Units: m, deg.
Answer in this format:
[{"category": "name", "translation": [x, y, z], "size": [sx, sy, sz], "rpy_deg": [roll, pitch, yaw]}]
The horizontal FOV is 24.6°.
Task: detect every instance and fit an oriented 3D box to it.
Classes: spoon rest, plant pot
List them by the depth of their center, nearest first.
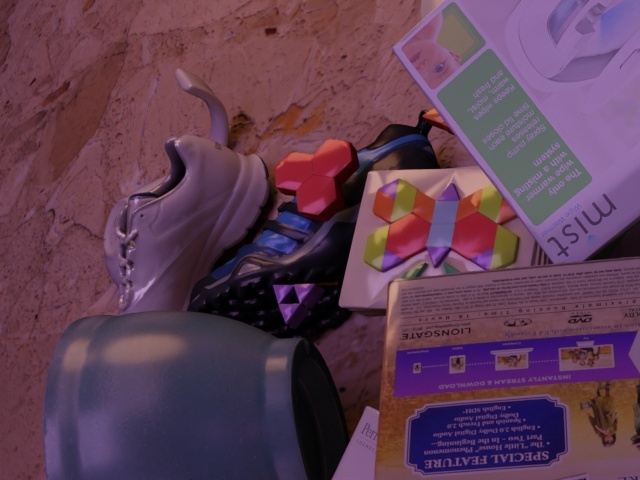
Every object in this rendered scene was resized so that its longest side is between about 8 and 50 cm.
[{"category": "plant pot", "translation": [-0.085, 0.188, 1.268], "size": [0.196, 0.293, 0.293], "rpy_deg": [-14, 51, 14]}, {"category": "spoon rest", "translation": [-0.178, -0.060, 1.721], "size": [0.276, 0.084, 0.137], "rpy_deg": [-64, 31, 19]}]

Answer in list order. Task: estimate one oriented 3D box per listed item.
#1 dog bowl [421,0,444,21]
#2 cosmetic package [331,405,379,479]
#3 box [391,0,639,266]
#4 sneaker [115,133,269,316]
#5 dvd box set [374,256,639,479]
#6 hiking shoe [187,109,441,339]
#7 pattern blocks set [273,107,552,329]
[{"category": "dog bowl", "translation": [0.217, -0.240, 1.304], "size": [0.265, 0.104, 0.265], "rpy_deg": [-30, 45, 36]}, {"category": "cosmetic package", "translation": [0.092, 0.271, 1.076], "size": [0.224, 0.138, 0.225], "rpy_deg": [19, 81, 55]}, {"category": "box", "translation": [0.232, -0.133, 1.099], "size": [0.262, 0.127, 0.231], "rpy_deg": [-40, 69, 17]}, {"category": "sneaker", "translation": [-0.175, 0.019, 1.596], "size": [0.111, 0.129, 0.297], "rpy_deg": [19, 82, 62]}, {"category": "dvd box set", "translation": [0.183, 0.176, 0.896], "size": [0.307, 0.062, 0.420], "rpy_deg": [-6, 42, 12]}, {"category": "hiking shoe", "translation": [0.000, 0.000, 1.423], "size": [0.304, 0.113, 0.132], "rpy_deg": [-28, 40, 24]}, {"category": "pattern blocks set", "translation": [0.107, -0.005, 1.243], "size": [0.324, 0.026, 0.285], "rpy_deg": [-14, 57, 20]}]
